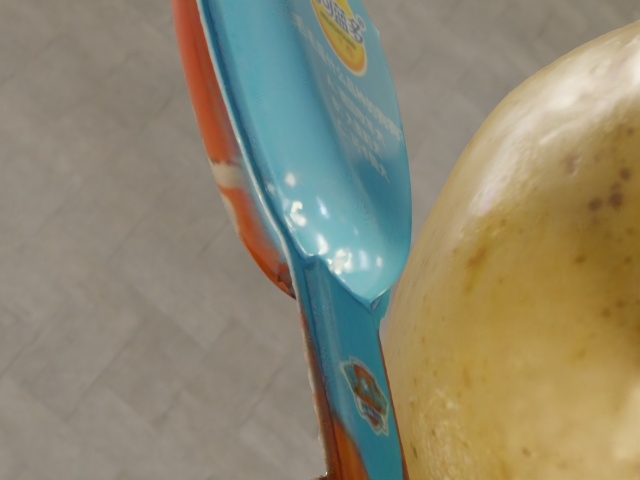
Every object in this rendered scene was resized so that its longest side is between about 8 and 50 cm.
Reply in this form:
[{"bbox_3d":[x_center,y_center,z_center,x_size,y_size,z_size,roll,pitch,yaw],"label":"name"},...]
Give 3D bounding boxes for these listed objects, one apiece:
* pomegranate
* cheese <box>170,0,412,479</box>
[{"bbox_3d":[0.160,0.045,0.621,0.307,0.307,0.307,27,36,-22],"label":"pomegranate"},{"bbox_3d":[0.000,0.000,0.399,0.106,0.037,0.256,41,32,-49],"label":"cheese"}]
